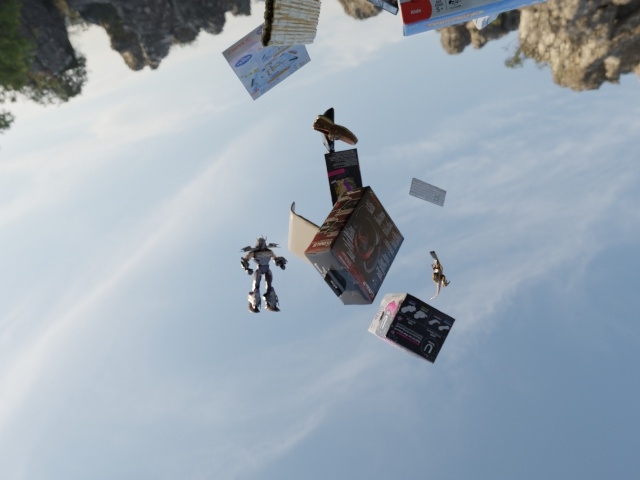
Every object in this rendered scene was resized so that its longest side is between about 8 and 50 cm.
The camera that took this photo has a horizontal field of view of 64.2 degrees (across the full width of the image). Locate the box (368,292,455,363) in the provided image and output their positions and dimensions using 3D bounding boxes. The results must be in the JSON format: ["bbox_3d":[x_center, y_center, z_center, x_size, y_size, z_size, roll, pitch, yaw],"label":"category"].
[{"bbox_3d":[0.254,0.250,1.492,0.142,0.163,0.247,-62,-177,-9],"label":"box"}]

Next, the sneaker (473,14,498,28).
[{"bbox_3d":[0.623,-0.873,1.888,0.091,0.094,0.258,-35,180,10],"label":"sneaker"}]

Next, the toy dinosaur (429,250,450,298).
[{"bbox_3d":[0.441,0.143,1.898,0.064,0.212,0.112,-4,-163,6],"label":"toy dinosaur"}]

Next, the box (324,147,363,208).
[{"bbox_3d":[0.107,-0.235,2.165,0.143,0.271,0.165,-9,179,4],"label":"box"}]

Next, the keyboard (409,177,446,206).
[{"bbox_3d":[0.450,-0.198,2.124,0.014,0.072,0.255,5,175,45],"label":"keyboard"}]

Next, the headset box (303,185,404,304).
[{"bbox_3d":[0.097,0.025,1.441,0.110,0.218,0.293,-10,-142,43],"label":"headset box"}]

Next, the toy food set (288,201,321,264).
[{"bbox_3d":[0.000,0.000,2.015,0.306,0.220,0.092,30,-131,20],"label":"toy food set"}]

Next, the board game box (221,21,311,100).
[{"bbox_3d":[-0.216,-0.769,2.138,0.318,0.318,0.066,-34,-106,2],"label":"board game box"}]

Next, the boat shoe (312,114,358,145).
[{"bbox_3d":[0.052,-0.390,1.864,0.177,0.064,0.060,30,-104,5],"label":"boat shoe"}]

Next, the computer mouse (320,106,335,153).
[{"bbox_3d":[0.033,-0.506,2.453,0.072,0.273,0.188,0,175,1],"label":"computer mouse"}]

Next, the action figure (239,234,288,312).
[{"bbox_3d":[-0.209,0.119,1.877,0.185,0.286,0.099,-5,-171,-26],"label":"action figure"}]

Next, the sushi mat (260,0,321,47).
[{"bbox_3d":[-0.035,-0.387,0.809,0.019,0.152,0.317,13,-156,6],"label":"sushi mat"}]

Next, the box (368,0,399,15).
[{"bbox_3d":[0.227,-1.029,1.964,0.216,0.269,0.060,-61,178,-3],"label":"box"}]

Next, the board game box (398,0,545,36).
[{"bbox_3d":[0.271,-0.558,0.898,0.307,0.302,0.086,-10,-173,13],"label":"board game box"}]
